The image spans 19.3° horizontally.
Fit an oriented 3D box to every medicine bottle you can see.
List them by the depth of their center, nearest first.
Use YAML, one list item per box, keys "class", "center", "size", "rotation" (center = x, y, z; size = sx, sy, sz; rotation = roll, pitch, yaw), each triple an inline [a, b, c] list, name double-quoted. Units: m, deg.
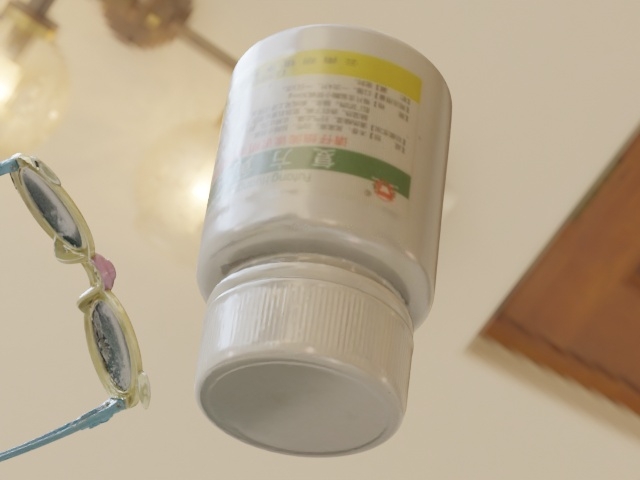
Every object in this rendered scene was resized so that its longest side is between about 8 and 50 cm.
- class: "medicine bottle"
  center: [0.000, 0.000, 1.639]
  size: [0.208, 0.208, 0.340]
  rotation: [28, -129, -26]

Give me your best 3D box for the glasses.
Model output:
- class: "glasses"
  center: [-0.239, 0.059, 1.254]
  size: [0.088, 0.220, 0.190]
  rotation: [-122, 9, -79]
